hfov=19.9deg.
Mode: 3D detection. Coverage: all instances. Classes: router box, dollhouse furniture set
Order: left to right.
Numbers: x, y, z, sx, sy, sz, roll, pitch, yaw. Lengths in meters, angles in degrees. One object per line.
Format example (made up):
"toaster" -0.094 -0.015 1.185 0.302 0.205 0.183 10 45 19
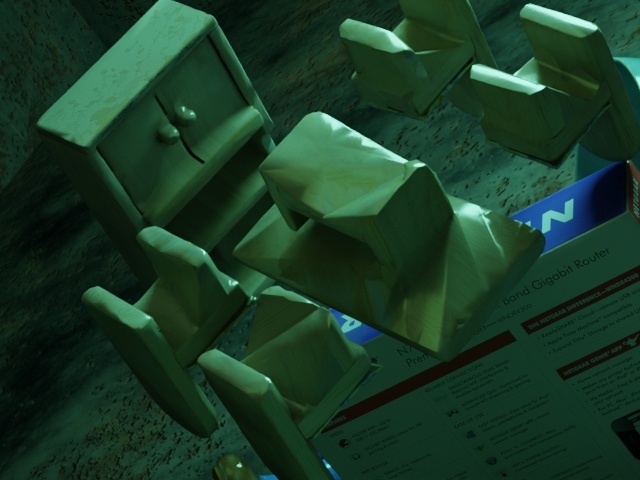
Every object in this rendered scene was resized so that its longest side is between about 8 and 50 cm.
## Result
"dollhouse furniture set" 0.000 0.000 1.407 0.394 0.256 0.362 25 65 42
"router box" 0.181 0.134 1.462 0.335 0.301 0.082 -28 25 24

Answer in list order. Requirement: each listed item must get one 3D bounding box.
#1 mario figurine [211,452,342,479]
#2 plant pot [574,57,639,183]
"mario figurine" 0.052 0.172 1.671 0.320 0.170 0.198 -17 21 -11
"plant pot" 0.350 -0.016 1.593 0.195 0.290 0.290 -2 23 -6
